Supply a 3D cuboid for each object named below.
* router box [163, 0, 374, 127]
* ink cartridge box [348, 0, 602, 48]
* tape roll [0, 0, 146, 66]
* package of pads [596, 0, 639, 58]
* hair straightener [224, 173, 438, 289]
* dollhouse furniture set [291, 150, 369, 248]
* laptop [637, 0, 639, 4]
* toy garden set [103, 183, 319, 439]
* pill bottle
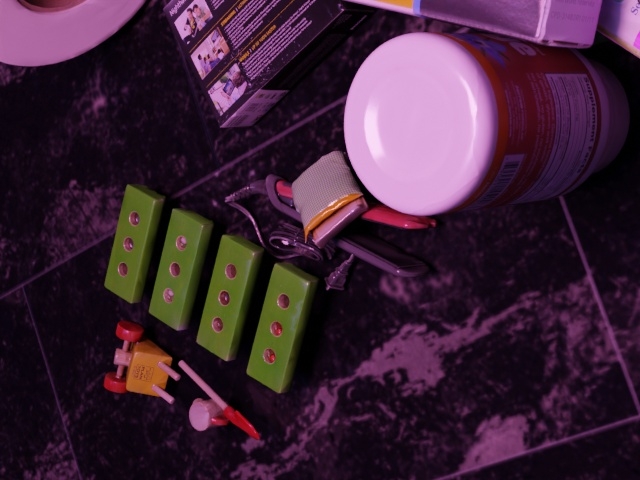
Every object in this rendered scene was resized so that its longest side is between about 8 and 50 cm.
[{"bbox_3d":[-0.050,-0.202,1.248,0.179,0.046,0.133,-39,70,36],"label":"router box"},{"bbox_3d":[0.084,-0.309,0.979,0.303,0.072,0.307,21,108,45],"label":"ink cartridge box"},{"bbox_3d":[-0.273,-0.305,1.298,0.169,0.246,0.246,44,121,28],"label":"tape roll"},{"bbox_3d":[0.229,-0.255,0.967,0.296,0.101,0.229,42,119,30],"label":"package of pads"},{"bbox_3d":[0.000,0.000,1.229,0.230,0.047,0.089,16,105,39],"label":"hair straightener"},{"bbox_3d":[0.023,-0.068,1.161,0.151,0.058,0.076,-40,47,18],"label":"dollhouse furniture set"},{"bbox_3d":[0.366,-0.241,0.708,0.408,0.236,0.382,-28,91,38],"label":"laptop"},{"bbox_3d":[-0.107,0.083,1.332,0.244,0.049,0.204,28,111,36],"label":"toy garden set"},{"bbox_3d":[0.126,-0.084,0.999,0.121,0.216,0.121,6,99,39],"label":"pill bottle"}]
